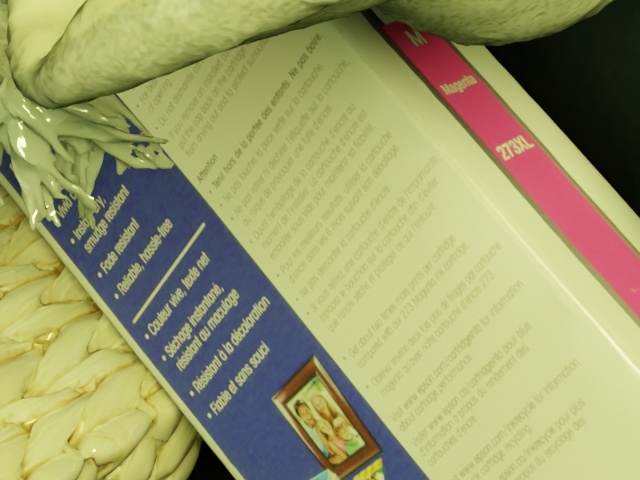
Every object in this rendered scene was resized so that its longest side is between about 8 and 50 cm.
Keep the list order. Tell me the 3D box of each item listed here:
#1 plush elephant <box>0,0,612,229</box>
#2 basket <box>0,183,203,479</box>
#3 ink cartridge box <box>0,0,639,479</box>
[{"bbox_3d":[-0.006,-0.147,0.455,0.255,0.272,0.330,6,112,31],"label":"plush elephant"},{"bbox_3d":[-0.251,0.116,0.743,0.266,0.328,0.331,39,130,16],"label":"basket"},{"bbox_3d":[0.000,0.000,0.645,0.371,0.069,0.176,48,133,11],"label":"ink cartridge box"}]
